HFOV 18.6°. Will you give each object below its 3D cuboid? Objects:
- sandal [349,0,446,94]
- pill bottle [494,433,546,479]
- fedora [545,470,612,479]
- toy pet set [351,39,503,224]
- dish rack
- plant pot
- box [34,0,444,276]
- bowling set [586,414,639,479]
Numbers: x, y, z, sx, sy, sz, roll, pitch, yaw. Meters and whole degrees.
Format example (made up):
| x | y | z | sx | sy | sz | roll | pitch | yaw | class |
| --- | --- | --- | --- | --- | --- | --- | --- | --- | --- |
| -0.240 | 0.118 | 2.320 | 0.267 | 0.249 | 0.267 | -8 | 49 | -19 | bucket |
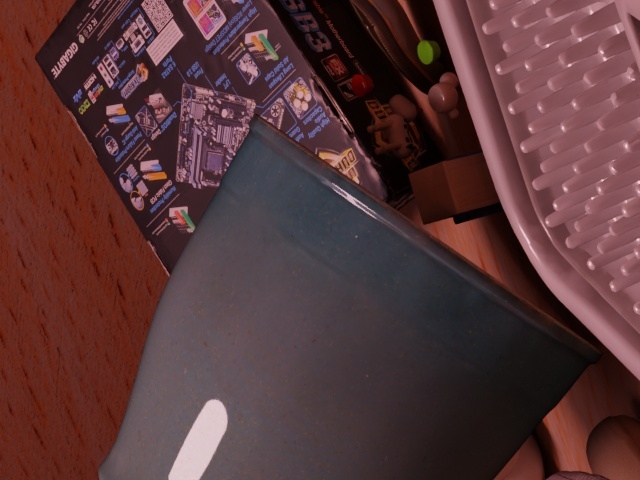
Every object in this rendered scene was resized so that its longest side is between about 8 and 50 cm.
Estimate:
| x | y | z | sx | sy | sz | roll | pitch | yaw | class |
| --- | --- | --- | --- | --- | --- | --- | --- | --- | --- |
| 0.031 | -0.183 | 1.238 | 0.219 | 0.060 | 0.090 | 51 | -175 | -32 | sandal |
| 0.129 | 0.208 | 1.614 | 0.117 | 0.117 | 0.208 | 57 | 169 | 35 | pill bottle |
| 0.188 | 0.181 | 1.004 | 0.275 | 0.243 | 0.124 | -117 | 30 | -88 | fedora |
| 0.091 | -0.071 | 1.234 | 0.122 | 0.065 | 0.114 | -18 | 88 | 56 | toy pet set |
| 0.152 | -0.041 | 0.879 | 0.333 | 0.072 | 0.285 | 50 | 165 | 56 | dish rack |
| -0.001 | 0.099 | 1.262 | 0.271 | 0.255 | 0.271 | 34 | -177 | -2 | plant pot |
| -0.074 | -0.103 | 1.525 | 0.293 | 0.073 | 0.295 | 56 | 141 | 6 | box |
| 0.176 | 0.275 | 1.279 | 0.154 | 0.200 | 0.287 | 60 | 176 | 48 | bowling set |
